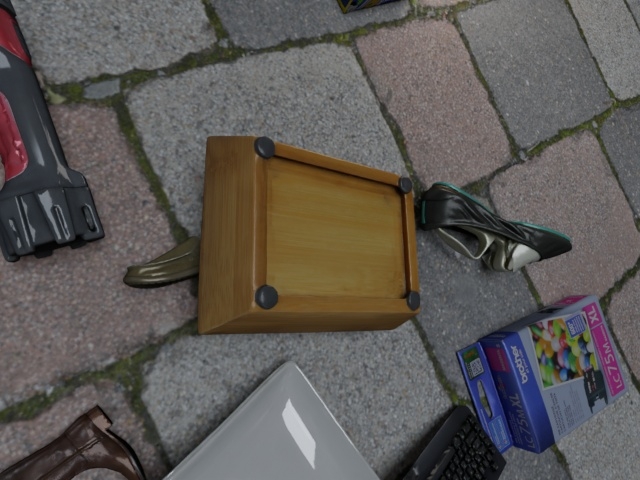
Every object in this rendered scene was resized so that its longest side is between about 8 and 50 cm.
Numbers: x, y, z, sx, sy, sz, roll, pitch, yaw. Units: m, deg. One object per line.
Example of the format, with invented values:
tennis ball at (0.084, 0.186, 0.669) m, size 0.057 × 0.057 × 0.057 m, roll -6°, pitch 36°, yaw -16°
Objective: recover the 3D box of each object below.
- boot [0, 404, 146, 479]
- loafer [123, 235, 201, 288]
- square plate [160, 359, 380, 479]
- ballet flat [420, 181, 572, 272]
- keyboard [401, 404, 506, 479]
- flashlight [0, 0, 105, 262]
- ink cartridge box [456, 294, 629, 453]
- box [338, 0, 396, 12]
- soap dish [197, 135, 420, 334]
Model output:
boot at (-0.257, 0.250, 0.427) m, size 0.114 × 0.037 × 0.106 m, roll -37°, pitch 82°, yaw -29°
loafer at (-0.166, 0.023, 0.507) m, size 0.148 × 0.056 × 0.050 m, roll -12°, pitch 83°, yaw -35°
square plate at (-0.054, 0.375, 0.444) m, size 0.344 × 0.049 × 0.347 m, roll -36°, pitch 90°, yaw -39°
ballet flat at (0.288, -0.003, 0.696) m, size 0.280 × 0.095 × 0.096 m, roll 21°, pitch 81°, yaw -8°
keyboard at (0.170, 0.391, 0.536) m, size 0.317 × 0.033 × 0.202 m, roll -30°, pitch 88°, yaw -40°
flashlight at (-0.344, -0.130, 0.439) m, size 0.103 × 0.103 × 0.304 m, roll -19°, pitch 91°, yaw -63°
ink cartridge box at (0.390, 0.224, 0.705) m, size 0.311 × 0.065 × 0.186 m, roll -15°, pitch 85°, yaw -24°
box at (0.104, -0.455, 0.722) m, size 0.168 × 0.054 × 0.059 m, roll -27°, pitch 91°, yaw -26°
soap dish at (0.000, 0.000, 0.522) m, size 0.290 × 0.118 × 0.229 m, roll 7°, pitch 76°, yaw -33°
